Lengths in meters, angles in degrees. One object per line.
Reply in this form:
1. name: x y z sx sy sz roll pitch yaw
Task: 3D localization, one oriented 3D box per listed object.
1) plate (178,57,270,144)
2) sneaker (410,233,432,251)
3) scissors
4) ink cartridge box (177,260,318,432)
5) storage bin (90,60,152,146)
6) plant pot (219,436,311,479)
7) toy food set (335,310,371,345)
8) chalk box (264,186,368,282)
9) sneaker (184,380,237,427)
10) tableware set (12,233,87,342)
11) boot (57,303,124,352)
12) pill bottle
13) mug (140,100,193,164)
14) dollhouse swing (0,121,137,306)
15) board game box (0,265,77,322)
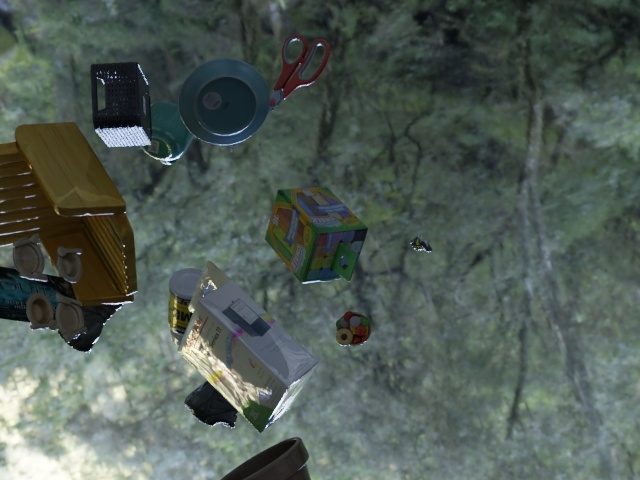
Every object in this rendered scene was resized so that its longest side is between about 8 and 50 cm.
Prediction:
1. plate: -0.193 -0.276 1.854 0.188 0.188 0.024 -20 -147 -2
2. sneaker: 0.243 0.014 2.201 0.035 0.031 0.083 -35 -158 0
3. scissors: -0.083 -0.300 1.922 0.297 0.109 0.021 -61 164 2
4. ink cartridge box: -0.195 0.237 2.072 0.119 0.353 0.207 -34 160 -43
5. storage bin: -0.365 -0.249 1.691 0.084 0.122 0.180 -4 174 -3
6. plant pot: -0.106 0.661 2.317 0.263 0.229 0.263 -31 179 -1
7. toy food set: 0.075 0.202 2.092 0.083 0.083 0.020 4 -171 1
8. chalk box: 0.000 0.000 1.884 0.132 0.213 0.132 -5 126 -34
9. sneaker: -0.225 0.392 2.349 0.227 0.130 0.087 -39 -169 -11
10. tableware set: -0.407 0.073 1.390 0.020 0.169 0.141 -15 169 23
11. boot: -0.538 0.119 2.002 0.161 0.246 0.083 -55 156 2
12. pill bottle: -0.361 0.189 2.522 0.119 0.119 0.208 -19 136 -31
13. mug: -0.371 -0.247 2.218 0.129 0.158 0.097 -15 -140 33
14. dollhouse swing: -0.567 -0.012 1.781 0.305 0.315 0.347 -24 153 -24
15. board game box: -0.544 0.104 1.706 0.186 0.126 0.026 14 121 -40
